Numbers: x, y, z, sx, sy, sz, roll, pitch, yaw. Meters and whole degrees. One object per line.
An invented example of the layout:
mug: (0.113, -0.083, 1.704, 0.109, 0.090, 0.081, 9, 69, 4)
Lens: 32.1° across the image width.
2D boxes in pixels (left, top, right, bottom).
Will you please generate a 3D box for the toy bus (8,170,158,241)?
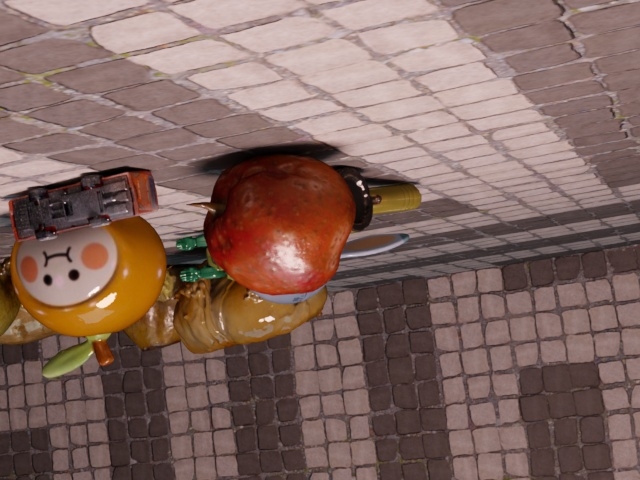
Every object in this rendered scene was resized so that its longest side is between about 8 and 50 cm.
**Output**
toy bus: (-0.293, -0.042, 1.372, 0.192, 0.065, 0.077, -11, 180, 28)

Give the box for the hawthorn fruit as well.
hawthorn fruit: (-0.066, -0.028, 1.347, 0.200, 0.179, 0.179, 19, 162, -24)

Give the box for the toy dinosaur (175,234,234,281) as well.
toy dinosaur: (-0.149, 0.019, 1.958, 0.153, 0.094, 0.259, -6, -178, 17)

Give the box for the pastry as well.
pastry: (-0.146, 0.098, 2.152, 0.315, 0.184, 0.284, -15, -176, 39)

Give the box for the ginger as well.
ginger: (-0.474, 0.128, 2.167, 0.375, 0.166, 0.236, 1, 156, -11)

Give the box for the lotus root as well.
lotus root: (-0.346, 0.150, 2.432, 0.199, 0.180, 0.188, -3, 168, -30)

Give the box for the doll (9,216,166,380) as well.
doll: (-0.314, 0.071, 1.543, 0.213, 0.236, 0.213, -7, 179, 0)

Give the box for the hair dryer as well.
hair dryer: (0.049, -0.052, 1.605, 0.135, 0.090, 0.278, -13, 177, 36)

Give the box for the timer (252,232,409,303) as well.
timer: (-0.013, -0.009, 1.719, 0.255, 0.175, 0.175, -34, 176, -7)

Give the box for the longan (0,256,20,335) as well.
longan: (-0.592, 0.099, 1.938, 0.176, 0.145, 0.155, -46, -166, 0)
